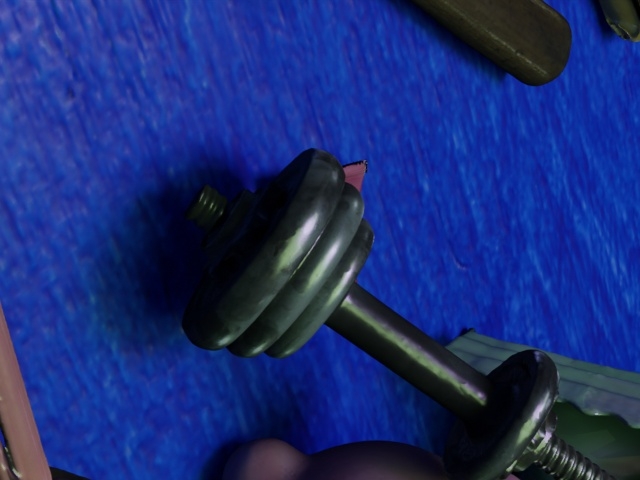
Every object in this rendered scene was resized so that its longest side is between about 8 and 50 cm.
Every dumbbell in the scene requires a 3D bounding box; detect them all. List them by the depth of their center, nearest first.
[{"bbox_3d":[0.042,0.053,0.746,0.254,0.110,0.110,35,71,-11],"label":"dumbbell"}]

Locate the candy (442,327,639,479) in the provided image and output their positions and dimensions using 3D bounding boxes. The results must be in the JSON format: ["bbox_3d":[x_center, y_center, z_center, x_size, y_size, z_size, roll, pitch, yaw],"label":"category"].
[{"bbox_3d":[0.202,0.250,0.917,0.172,0.263,0.397,-27,119,-54],"label":"candy"}]

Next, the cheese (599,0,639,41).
[{"bbox_3d":[0.224,-0.205,0.986,0.162,0.036,0.086,-51,129,-25],"label":"cheese"}]

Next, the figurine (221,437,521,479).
[{"bbox_3d":[0.027,0.185,0.791,0.173,0.173,0.173,-15,111,-44],"label":"figurine"}]

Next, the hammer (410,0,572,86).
[{"bbox_3d":[-0.001,-0.178,0.749,0.440,0.044,0.168,25,81,-47],"label":"hammer"}]

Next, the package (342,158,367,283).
[{"bbox_3d":[0.000,0.000,0.809,0.059,0.029,0.083,-13,114,-39],"label":"package"}]

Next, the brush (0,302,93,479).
[{"bbox_3d":[-0.147,0.109,0.670,0.103,0.047,0.233,-30,119,-38],"label":"brush"}]
